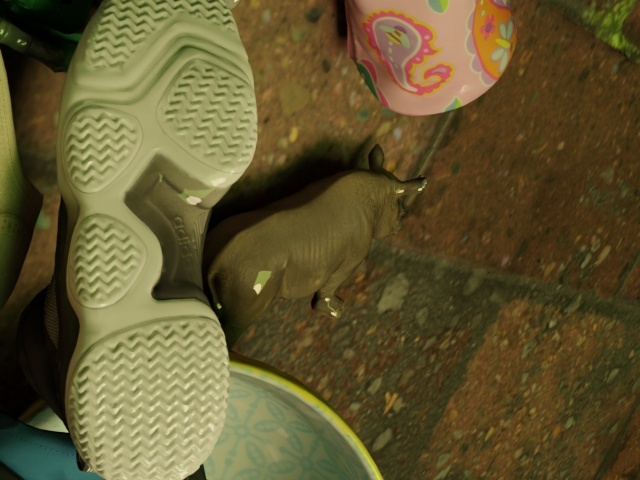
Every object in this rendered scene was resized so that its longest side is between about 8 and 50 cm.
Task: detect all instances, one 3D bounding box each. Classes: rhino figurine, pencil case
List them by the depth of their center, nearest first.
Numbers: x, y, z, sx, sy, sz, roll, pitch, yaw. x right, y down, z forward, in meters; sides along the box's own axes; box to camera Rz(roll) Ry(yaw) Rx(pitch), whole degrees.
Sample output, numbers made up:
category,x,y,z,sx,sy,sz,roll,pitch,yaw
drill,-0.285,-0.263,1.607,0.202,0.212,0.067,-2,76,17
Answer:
category,x,y,z,sx,sy,sz,roll,pitch,yaw
pencil case,0.051,-0.210,0.881,0.124,0.124,0.284,-45,144,-18
rhino figurine,0.000,0.000,1.027,0.243,0.073,0.106,-29,141,-38

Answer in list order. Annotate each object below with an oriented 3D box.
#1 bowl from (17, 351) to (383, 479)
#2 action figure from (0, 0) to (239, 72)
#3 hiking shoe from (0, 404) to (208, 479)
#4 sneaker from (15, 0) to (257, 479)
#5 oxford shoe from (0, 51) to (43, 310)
category,x,y,z,sx,sy,sz,roll,pitch,yaw
bowl,-0.093,0.195,0.963,0.289,0.289,0.156,-64,-172,10
action figure,-0.144,-0.139,0.740,0.232,0.063,0.137,7,115,-50
hiking shoe,-0.210,0.162,0.820,0.304,0.132,0.113,-6,162,-11
sneaker,-0.108,-0.003,0.753,0.101,0.153,0.269,7,78,-23
oxford shoe,-0.230,-0.083,0.625,0.146,0.140,0.397,-60,160,-27
